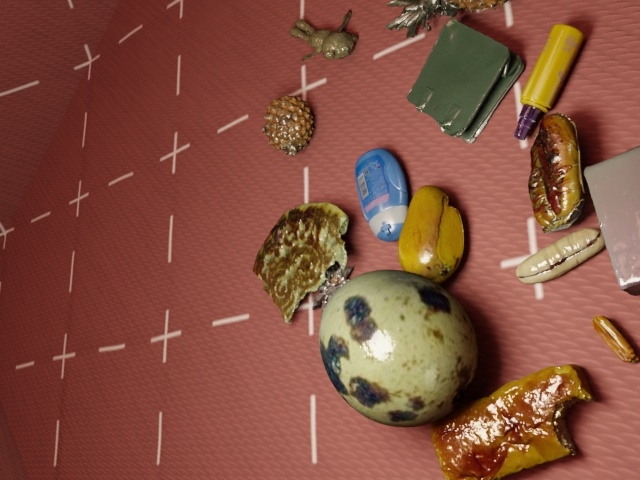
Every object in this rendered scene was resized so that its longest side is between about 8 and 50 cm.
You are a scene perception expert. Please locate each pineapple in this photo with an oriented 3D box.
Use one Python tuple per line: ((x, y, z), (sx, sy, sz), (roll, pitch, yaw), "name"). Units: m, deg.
((-0.099, -0.347, 2.133), (0.166, 0.166, 0.193), (-25, 64, 36), "pineapple")
((0.336, -0.657, 1.824), (0.364, 0.165, 0.166), (-6, 74, 44), "pineapple")

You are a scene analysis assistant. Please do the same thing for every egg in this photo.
((0.169, 0.235, 1.590), (0.345, 0.345, 0.428), (-61, 32, 11), "egg")

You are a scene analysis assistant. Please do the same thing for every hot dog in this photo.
((0.518, -0.149, 1.528), (0.162, 0.081, 0.271), (124, 148, -69), "hot dog")
((0.605, 0.200, 1.407), (0.037, 0.049, 0.122), (-28, 58, -9), "hot dog")

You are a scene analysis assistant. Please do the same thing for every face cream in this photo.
((0.525, -0.366, 1.614), (0.078, 0.078, 0.273), (30, 99, 43), "face cream")
((0.172, -0.119, 1.865), (0.149, 0.083, 0.264), (-30, 60, 34), "face cream")

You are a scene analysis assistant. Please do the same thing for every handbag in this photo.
((0.363, -0.414, 1.779), (0.260, 0.079, 0.247), (-58, 46, 17), "handbag")

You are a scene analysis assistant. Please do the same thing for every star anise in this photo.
((0.032, 0.146, 1.935), (0.180, 0.061, 0.205), (-5, 75, 42), "star anise")

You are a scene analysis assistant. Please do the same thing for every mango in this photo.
((0.274, -0.015, 1.715), (0.167, 0.130, 0.262), (-6, 68, 47), "mango")

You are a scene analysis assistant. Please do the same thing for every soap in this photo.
((0.703, -0.069, 1.347), (0.296, 0.107, 0.286), (-23, 63, 36), "soap")

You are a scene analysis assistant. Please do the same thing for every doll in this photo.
((-0.005, -0.634, 2.175), (0.285, 0.091, 0.203), (8, 50, 33), "doll")

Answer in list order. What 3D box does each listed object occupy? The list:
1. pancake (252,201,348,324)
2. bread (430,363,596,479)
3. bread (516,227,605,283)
((-0.049, 0.038, 1.994), (0.427, 0.066, 0.305), (-47, 51, 34), "pancake")
((0.416, 0.408, 1.477), (0.380, 0.109, 0.185), (-34, 57, 29), "bread")
((0.526, 0.038, 1.518), (0.214, 0.053, 0.073), (-33, 62, 31), "bread")
